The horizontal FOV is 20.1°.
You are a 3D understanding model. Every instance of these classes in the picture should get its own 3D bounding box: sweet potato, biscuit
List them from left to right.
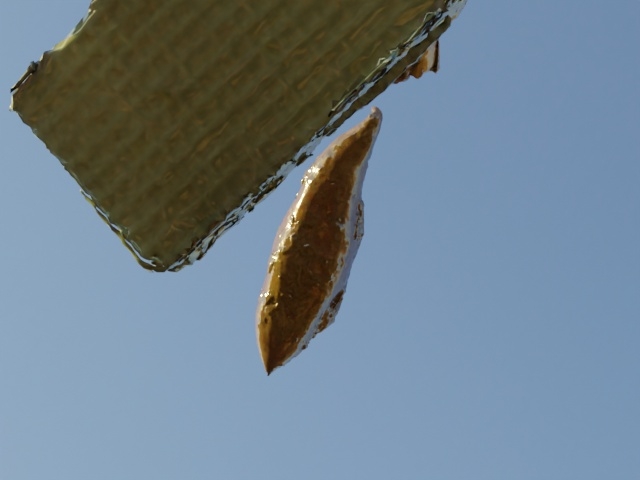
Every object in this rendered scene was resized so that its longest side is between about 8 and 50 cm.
[{"bbox_3d":[-0.081,-0.120,0.619,0.147,0.046,0.250,-44,-95,15],"label":"biscuit"},{"bbox_3d":[0.000,0.000,1.273,0.068,0.060,0.206,8,-71,-36],"label":"sweet potato"}]

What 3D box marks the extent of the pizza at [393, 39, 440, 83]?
[{"bbox_3d":[-0.014,-0.110,1.063,0.201,0.193,0.053,33,8,-45],"label":"pizza"}]
